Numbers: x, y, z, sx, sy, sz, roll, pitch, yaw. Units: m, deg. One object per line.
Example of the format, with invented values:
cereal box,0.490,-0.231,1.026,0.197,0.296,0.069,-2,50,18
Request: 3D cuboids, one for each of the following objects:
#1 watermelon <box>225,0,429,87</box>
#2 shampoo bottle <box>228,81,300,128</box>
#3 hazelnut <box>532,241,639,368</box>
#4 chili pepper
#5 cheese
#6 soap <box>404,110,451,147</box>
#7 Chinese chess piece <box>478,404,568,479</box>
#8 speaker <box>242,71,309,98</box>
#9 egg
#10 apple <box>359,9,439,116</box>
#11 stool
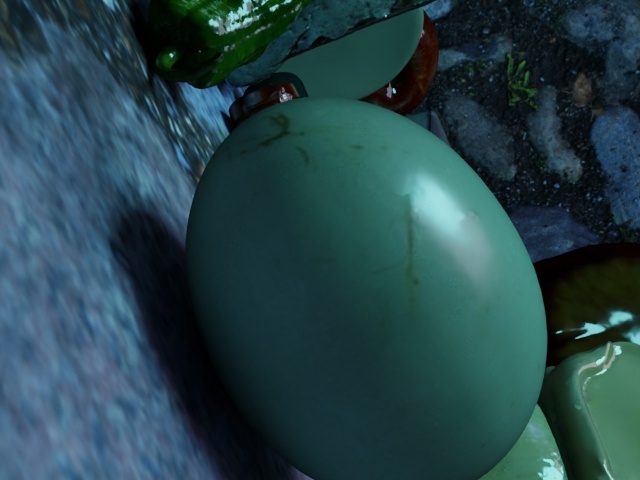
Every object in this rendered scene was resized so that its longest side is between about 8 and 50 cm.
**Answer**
watermelon,-0.075,-0.237,0.916,0.320,0.213,0.290,20,-6,-26
shampoo bottle,0.000,0.000,0.839,0.102,0.064,0.260,18,50,-79
hazelnut,0.400,0.207,1.498,0.402,0.429,0.402,41,-33,34
chili pepper,-0.037,-0.179,0.735,0.100,0.257,0.074,36,-34,18
cheese,0.254,0.222,0.871,0.266,0.127,0.233,-99,-177,-48
soap,0.144,0.032,1.307,0.296,0.107,0.285,-78,147,-49
Chinese chess piece,0.148,0.236,0.870,0.238,0.092,0.237,170,-90,-89
speaker,-0.041,-0.105,0.959,0.075,0.060,0.094,69,-27,17
egg,0.024,0.032,0.527,0.230,0.168,0.168,61,10,-28
apple,0.066,-0.278,1.547,0.201,0.218,0.218,32,-26,57
stool,-0.001,-0.284,1.184,0.195,0.195,0.198,57,11,-50
